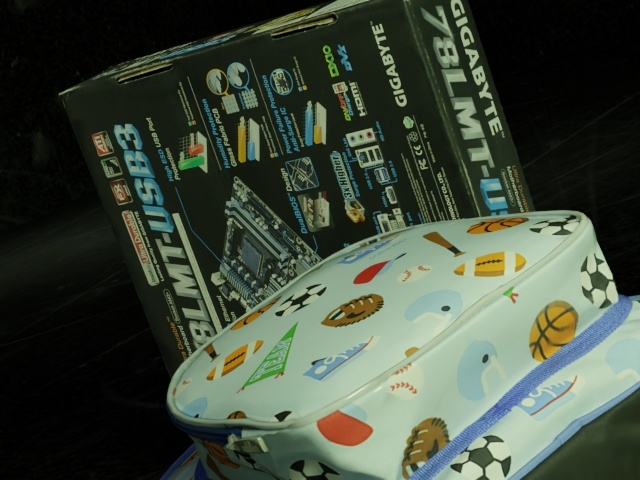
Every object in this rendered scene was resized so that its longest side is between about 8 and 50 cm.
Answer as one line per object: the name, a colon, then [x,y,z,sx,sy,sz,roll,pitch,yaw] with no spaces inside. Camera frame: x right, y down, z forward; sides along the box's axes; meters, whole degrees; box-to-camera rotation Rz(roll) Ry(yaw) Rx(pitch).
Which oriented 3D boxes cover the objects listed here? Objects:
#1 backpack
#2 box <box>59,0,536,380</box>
backpack: [0.042,0.113,0.899,0.276,0.213,0.263,-28,6,-33]
box: [0.000,0.000,1.250,0.293,0.295,0.073,-12,13,39]
